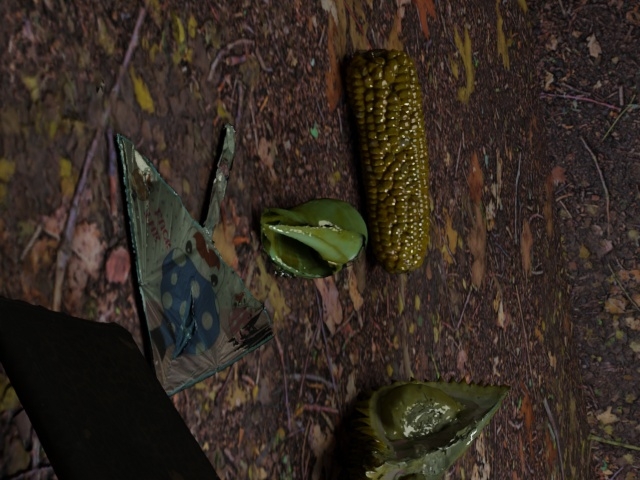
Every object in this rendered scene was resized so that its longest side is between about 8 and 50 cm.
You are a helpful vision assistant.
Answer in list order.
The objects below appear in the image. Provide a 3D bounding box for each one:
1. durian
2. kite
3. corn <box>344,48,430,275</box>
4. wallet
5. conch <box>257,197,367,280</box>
[{"bbox_3d":[0.117,0.268,1.278,0.306,0.167,0.172,-8,90,-56],"label":"durian"},{"bbox_3d":[-0.116,0.018,0.996,0.335,0.012,0.314,58,35,-47],"label":"kite"},{"bbox_3d":[0.100,-0.106,1.387,0.102,0.102,0.312,-33,116,-63],"label":"corn"},{"bbox_3d":[-0.122,0.174,0.709,0.321,0.044,0.170,52,15,26],"label":"wallet"},{"bbox_3d":[-0.001,-0.002,1.176,0.201,0.080,0.094,-10,108,-49],"label":"conch"}]
